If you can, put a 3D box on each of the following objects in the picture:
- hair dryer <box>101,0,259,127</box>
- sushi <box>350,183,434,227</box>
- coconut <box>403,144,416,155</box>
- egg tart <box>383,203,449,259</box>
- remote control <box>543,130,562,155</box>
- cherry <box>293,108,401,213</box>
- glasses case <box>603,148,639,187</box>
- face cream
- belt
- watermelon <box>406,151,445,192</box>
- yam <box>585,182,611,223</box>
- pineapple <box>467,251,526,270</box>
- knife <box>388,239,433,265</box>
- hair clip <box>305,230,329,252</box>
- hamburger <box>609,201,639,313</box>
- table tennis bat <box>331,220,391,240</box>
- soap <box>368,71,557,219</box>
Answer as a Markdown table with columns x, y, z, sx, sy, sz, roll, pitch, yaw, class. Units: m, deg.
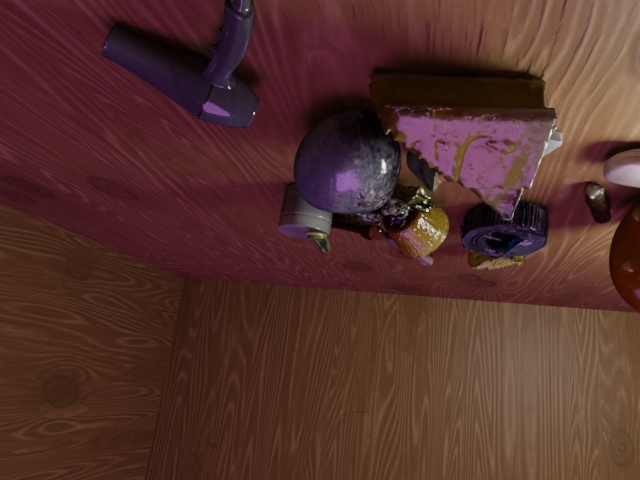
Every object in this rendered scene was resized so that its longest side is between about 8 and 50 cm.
| x | y | z | sx | sy | sz | roll | pitch | yaw | class |
| --- | --- | --- | --- | --- | --- | --- | --- | --- | --- |
| -0.212 | -0.363 | 0.808 | 0.301 | 0.121 | 0.361 | 23 | 150 | -22 | hair dryer |
| 0.193 | -0.119 | 1.399 | 0.291 | 0.131 | 0.139 | 7 | 168 | 43 | sushi |
| 0.229 | -0.235 | 1.047 | 0.081 | 0.082 | 0.083 | -24 | 118 | 34 | coconut |
| 0.299 | -0.058 | 1.484 | 0.203 | 0.202 | 0.147 | -9 | 145 | 45 | egg tart |
| 0.415 | -0.238 | 1.037 | 0.250 | 0.034 | 0.103 | 10 | 163 | -9 | remote control |
| 0.065 | -0.179 | 1.079 | 0.255 | 0.218 | 0.296 | 11 | 151 | -1 | cherry |
| 0.821 | -0.163 | 1.046 | 0.297 | 0.075 | 0.113 | 6 | 165 | 7 | glasses case |
| -0.045 | -0.096 | 1.536 | 0.177 | 0.152 | 0.177 | 8 | 164 | 2 | face cream |
| 0.620 | -0.034 | 1.528 | 0.260 | 0.122 | 0.325 | 15 | 161 | -2 | belt |
| 0.306 | -0.190 | 1.135 | 0.158 | 0.121 | 0.098 | 5 | 143 | -6 | watermelon |
| 0.804 | -0.103 | 1.310 | 0.057 | 0.056 | 0.241 | -4 | 160 | 36 | yam |
| 0.722 | 0.052 | 1.845 | 0.237 | 0.114 | 0.186 | -5 | 163 | 6 | pineapple |
| 0.403 | 0.043 | 2.078 | 0.336 | 0.043 | 0.081 | 28 | 162 | -37 | knife |
| 0.000 | 0.000 | 1.507 | 0.060 | 0.033 | 0.188 | 2 | 162 | 15 | hair clip |
| 0.974 | 0.048 | 1.194 | 0.278 | 0.395 | 0.396 | 12 | 164 | -20 | hamburger |
| 0.151 | -0.036 | 1.655 | 0.268 | 0.051 | 0.415 | 11 | -178 | -8 | table tennis bat |
| 0.260 | -0.181 | 0.946 | 0.339 | 0.169 | 0.304 | 5 | 137 | 6 | soap |
